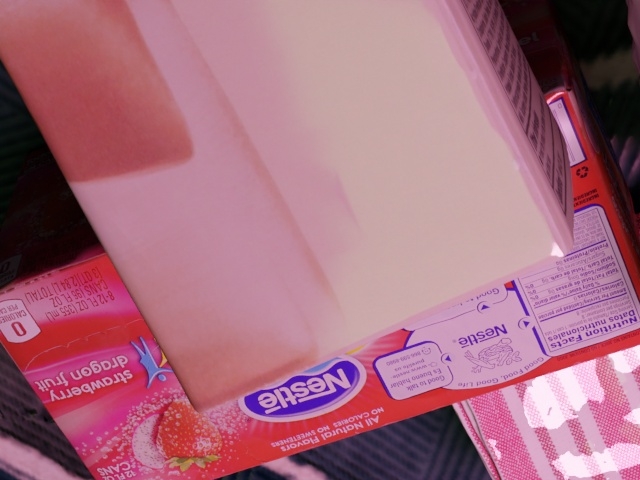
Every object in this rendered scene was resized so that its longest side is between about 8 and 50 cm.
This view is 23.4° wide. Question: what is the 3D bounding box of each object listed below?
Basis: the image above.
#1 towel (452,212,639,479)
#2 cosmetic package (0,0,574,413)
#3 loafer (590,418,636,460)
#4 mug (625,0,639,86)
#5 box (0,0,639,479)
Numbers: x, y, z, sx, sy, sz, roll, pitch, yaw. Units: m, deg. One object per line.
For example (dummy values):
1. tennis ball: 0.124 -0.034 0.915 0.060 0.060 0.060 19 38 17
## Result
1. towel: 0.162 0.058 0.714 0.197 0.029 0.144 -28 106 2
2. cosmetic package: -0.041 -0.118 0.478 0.129 0.153 0.296 -24 100 15
3. loafer: 0.108 0.078 0.763 0.148 0.056 0.050 40 120 -14
4. mug: 0.270 -0.142 0.502 0.374 0.276 0.328 -26 116 -17
5. box: 0.000 0.000 0.666 0.257 0.123 0.128 -20 121 14
